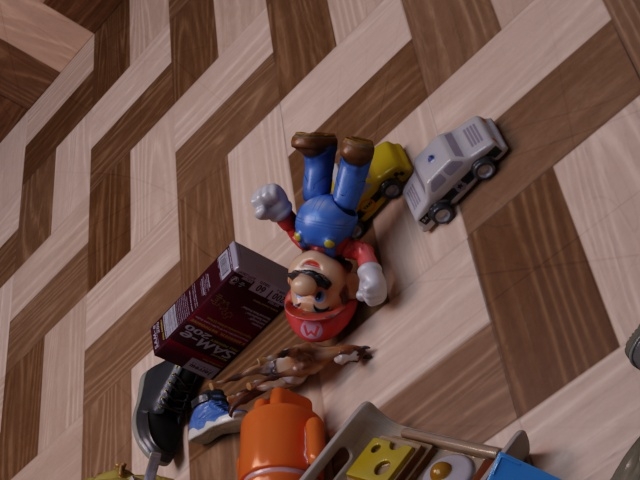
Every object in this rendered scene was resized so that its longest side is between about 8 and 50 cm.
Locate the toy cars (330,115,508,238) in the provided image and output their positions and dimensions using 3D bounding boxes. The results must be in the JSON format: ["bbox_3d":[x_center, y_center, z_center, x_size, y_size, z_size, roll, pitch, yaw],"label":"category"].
[{"bbox_3d":[0.119,-0.098,1.950,0.394,0.087,0.176,-11,57,51],"label":"toy cars"}]

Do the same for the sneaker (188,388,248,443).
[{"bbox_3d":[-0.169,0.282,2.086,0.152,0.058,0.084,-32,50,48],"label":"sneaker"}]

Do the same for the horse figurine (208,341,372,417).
[{"bbox_3d":[-0.061,0.204,1.934,0.263,0.175,0.066,-36,71,54],"label":"horse figurine"}]

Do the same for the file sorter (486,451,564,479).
[{"bbox_3d":[0.222,0.342,1.408,0.170,0.118,0.104,-65,-11,-8],"label":"file sorter"}]

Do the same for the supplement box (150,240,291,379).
[{"bbox_3d":[-0.169,0.123,2.144,0.239,0.130,0.073,-46,35,25],"label":"supplement box"}]

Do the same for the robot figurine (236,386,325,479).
[{"bbox_3d":[-0.057,0.327,1.828,0.158,0.128,0.219,-9,50,10],"label":"robot figurine"}]

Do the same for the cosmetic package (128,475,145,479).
[{"bbox_3d":[-0.298,0.543,1.975,0.296,0.153,0.129,-57,30,3],"label":"cosmetic package"}]

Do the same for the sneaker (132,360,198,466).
[{"bbox_3d":[-0.265,0.283,2.197,0.118,0.083,0.222,-43,35,26],"label":"sneaker"}]

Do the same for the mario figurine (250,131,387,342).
[{"bbox_3d":[0.000,0.000,1.898,0.198,0.170,0.320,20,107,60],"label":"mario figurine"}]

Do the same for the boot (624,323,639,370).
[{"bbox_3d":[0.428,0.128,1.344,0.189,0.076,0.208,-65,22,21],"label":"boot"}]

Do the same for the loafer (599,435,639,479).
[{"bbox_3d":[0.333,0.302,1.325,0.251,0.094,0.087,-63,12,13],"label":"loafer"}]

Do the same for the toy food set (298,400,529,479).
[{"bbox_3d":[0.095,0.305,1.579,0.306,0.092,0.219,3,46,53],"label":"toy food set"}]

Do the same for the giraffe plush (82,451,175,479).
[{"bbox_3d":[-0.345,0.447,2.121,0.210,0.181,0.170,-61,22,-15],"label":"giraffe plush"}]
